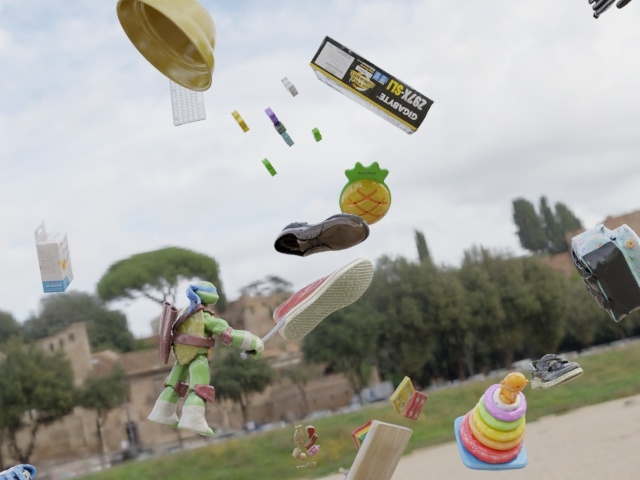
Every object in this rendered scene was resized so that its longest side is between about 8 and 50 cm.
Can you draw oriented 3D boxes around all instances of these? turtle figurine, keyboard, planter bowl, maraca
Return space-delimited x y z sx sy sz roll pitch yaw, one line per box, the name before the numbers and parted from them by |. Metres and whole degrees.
turtle figurine | -0.198 0.226 1.782 0.198 0.266 0.274 12 -14 12
keyboard | -0.297 -0.339 2.125 0.072 0.256 0.014 -16 -44 3
planter bowl | -0.251 -0.374 1.708 0.090 0.217 0.217 -51 0 -19
maraca | 0.108 -0.112 2.304 0.127 0.099 0.185 -3 -51 -5

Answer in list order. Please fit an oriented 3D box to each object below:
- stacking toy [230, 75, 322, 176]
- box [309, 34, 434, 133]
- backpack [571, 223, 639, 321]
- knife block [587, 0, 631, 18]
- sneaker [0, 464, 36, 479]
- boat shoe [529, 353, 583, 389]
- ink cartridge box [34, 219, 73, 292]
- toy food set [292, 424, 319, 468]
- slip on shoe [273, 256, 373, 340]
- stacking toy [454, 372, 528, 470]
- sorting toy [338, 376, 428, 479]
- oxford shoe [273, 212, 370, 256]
stacking toy | -0.105 -0.283 2.402 0.167 0.052 0.221 -35 -46 -3
box | 0.110 -0.325 2.060 0.257 0.079 0.322 30 6 0
backpack | 0.588 0.049 1.934 0.144 0.165 0.188 -34 13 6
knife block | 0.666 -0.574 1.989 0.276 0.088 0.242 -33 -7 20
sneaker | -0.579 0.452 1.801 0.059 0.053 0.144 -20 4 3
boat shoe | 0.364 0.205 1.521 0.056 0.049 0.152 -18 -10 -16
ink cartridge box | -0.725 0.040 2.617 0.062 0.181 0.104 -3 20 1
toy food set | -0.036 0.527 2.483 0.078 0.122 0.019 -4 16 -26
slip on shoe | 0.006 0.148 2.654 0.331 0.123 0.101 -36 39 -15
stacking toy | 0.444 0.419 2.361 0.175 0.165 0.301 1 -46 -7
sorting toy | 0.081 0.340 1.540 0.046 0.274 0.132 25 -2 33
oxford shoe | 0.000 0.000 2.071 0.227 0.082 0.096 -12 17 31
